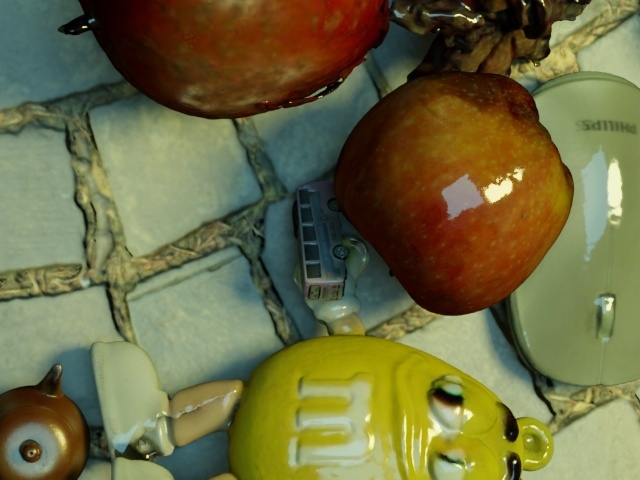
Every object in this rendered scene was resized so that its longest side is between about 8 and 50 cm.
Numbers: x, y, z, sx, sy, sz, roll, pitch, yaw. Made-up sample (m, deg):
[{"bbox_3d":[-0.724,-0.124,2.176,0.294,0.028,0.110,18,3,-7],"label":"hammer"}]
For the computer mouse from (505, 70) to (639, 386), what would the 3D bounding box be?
[{"bbox_3d":[0.286,-0.013,1.281,0.197,0.095,0.331,-2,88,-9],"label":"computer mouse"}]

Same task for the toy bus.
[{"bbox_3d":[0.000,0.000,1.209,0.052,0.037,0.131,-2,52,-4],"label":"toy bus"}]

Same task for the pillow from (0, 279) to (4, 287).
[{"bbox_3d":[-0.379,0.069,1.146,0.090,0.048,0.150,41,76,-16],"label":"pillow"}]

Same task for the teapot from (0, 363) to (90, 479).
[{"bbox_3d":[-0.269,0.196,1.134,0.116,0.116,0.173,19,84,-11],"label":"teapot"}]

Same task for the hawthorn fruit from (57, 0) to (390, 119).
[{"bbox_3d":[-0.085,-0.262,1.114,0.315,0.316,0.316,1,87,-13],"label":"hawthorn fruit"}]

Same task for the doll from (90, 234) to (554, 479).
[{"bbox_3d":[-0.019,0.176,1.175,0.423,0.161,0.348,-30,77,-20],"label":"doll"}]

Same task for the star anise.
[{"bbox_3d":[0.194,-0.220,1.193,0.272,0.272,0.102,-28,53,-13],"label":"star anise"}]

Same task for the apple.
[{"bbox_3d":[0.132,-0.052,1.167,0.229,0.230,0.230,1,87,-13],"label":"apple"}]
